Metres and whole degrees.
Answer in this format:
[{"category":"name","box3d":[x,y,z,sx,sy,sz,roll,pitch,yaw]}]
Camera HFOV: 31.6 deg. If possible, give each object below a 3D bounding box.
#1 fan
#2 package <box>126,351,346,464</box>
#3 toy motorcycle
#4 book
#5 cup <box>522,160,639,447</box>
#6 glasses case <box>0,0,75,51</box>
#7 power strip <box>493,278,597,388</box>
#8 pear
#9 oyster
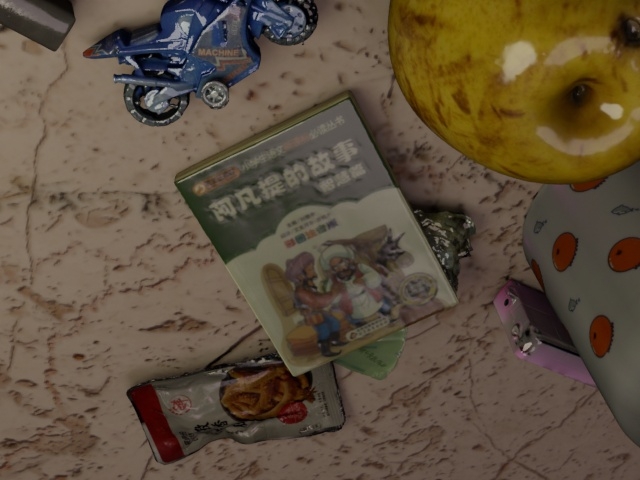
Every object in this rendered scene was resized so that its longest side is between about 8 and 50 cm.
[{"category":"fan","box3d":[0.022,0.086,1.297,0.131,0.009,0.240,-37,124,13]},{"category":"package","box3d":[-0.095,0.192,1.331,0.239,0.030,0.154,-12,130,0]},{"category":"toy motorcycle","box3d":[-0.107,-0.187,1.033,0.205,0.076,0.114,-29,117,12]},{"category":"book","box3d":[0.000,0.000,1.178,0.202,0.027,0.264,-25,113,11]},{"category":"cup","box3d":[0.356,0.067,1.158,0.212,0.317,0.212,-5,126,-7]},{"category":"glasses case","box3d":[-0.300,-0.227,0.960,0.191,0.072,0.042,26,112,-27]},{"category":"power strip","box3d":[0.323,0.129,1.327,0.279,0.109,0.037,22,120,-25]},{"category":"pear","box3d":[0.196,-0.181,0.972,0.281,0.280,0.280,-6,127,-8]},{"category":"oyster","box3d":[0.100,0.039,1.246,0.125,0.064,0.177,14,118,-16]}]
